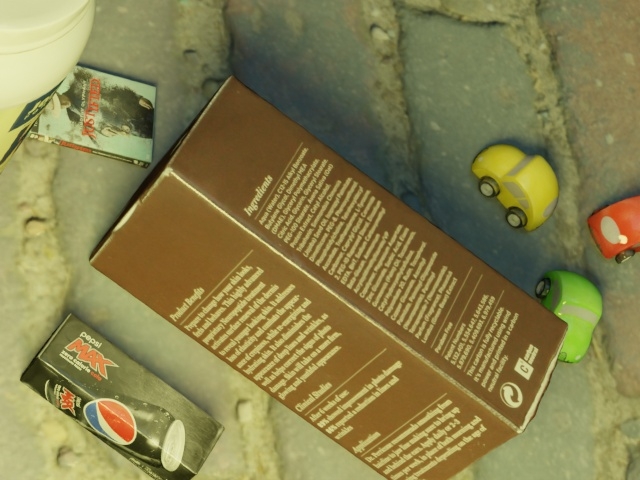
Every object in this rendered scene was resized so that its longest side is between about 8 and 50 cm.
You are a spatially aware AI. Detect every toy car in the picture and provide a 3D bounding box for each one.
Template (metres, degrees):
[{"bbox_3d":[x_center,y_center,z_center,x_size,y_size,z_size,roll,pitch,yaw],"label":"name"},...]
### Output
[{"bbox_3d":[0.261,0.018,1.958,0.239,0.053,0.225,20,56,-18],"label":"toy car"}]

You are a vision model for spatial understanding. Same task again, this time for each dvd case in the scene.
[{"bbox_3d":[-0.212,-0.120,1.796,0.119,0.013,0.087,14,58,-21],"label":"dvd case"}]

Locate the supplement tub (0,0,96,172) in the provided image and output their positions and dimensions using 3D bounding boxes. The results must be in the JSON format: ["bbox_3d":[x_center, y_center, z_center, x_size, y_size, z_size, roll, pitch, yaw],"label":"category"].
[{"bbox_3d":[-0.322,-0.172,1.566,0.235,0.325,0.235,13,59,-23],"label":"supplement tub"}]

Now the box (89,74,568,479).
[{"bbox_3d":[0.006,0.049,1.716,0.381,0.191,0.143,36,53,-9],"label":"box"}]

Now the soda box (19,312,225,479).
[{"bbox_3d":[-0.169,0.140,1.652,0.169,0.053,0.060,37,52,-6],"label":"soda box"}]
